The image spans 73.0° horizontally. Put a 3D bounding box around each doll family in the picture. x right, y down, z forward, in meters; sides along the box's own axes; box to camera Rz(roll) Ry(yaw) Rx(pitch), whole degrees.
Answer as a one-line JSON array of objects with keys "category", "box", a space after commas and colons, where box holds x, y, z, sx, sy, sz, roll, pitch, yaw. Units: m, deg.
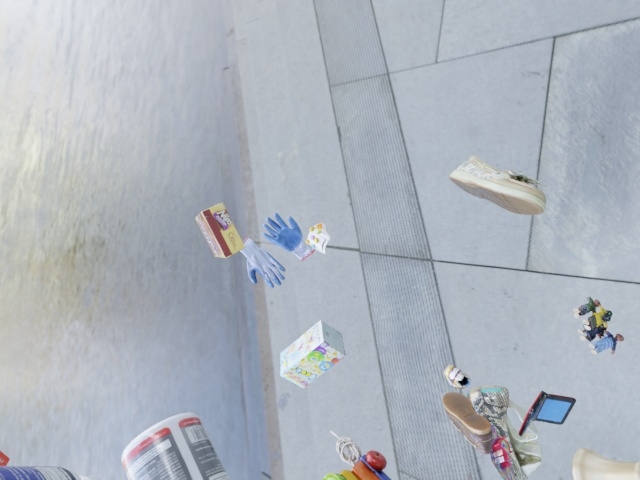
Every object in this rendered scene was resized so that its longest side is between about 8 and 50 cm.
[{"category": "doll family", "box": [0.904, 0.277, 1.399, 0.076, 0.112, 0.192, -150, 40, -73]}]

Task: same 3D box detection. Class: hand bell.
[{"category": "hand bell", "box": [0.504, 0.340, 0.599, 0.242, 0.126, 0.126, -40, 57, 44]}]

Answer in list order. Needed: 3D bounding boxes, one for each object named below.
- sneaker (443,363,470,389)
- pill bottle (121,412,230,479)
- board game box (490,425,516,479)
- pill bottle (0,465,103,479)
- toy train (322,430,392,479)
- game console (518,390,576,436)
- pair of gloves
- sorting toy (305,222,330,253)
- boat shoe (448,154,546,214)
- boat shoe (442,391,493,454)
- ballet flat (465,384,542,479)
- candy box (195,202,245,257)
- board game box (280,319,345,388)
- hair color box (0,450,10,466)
[{"category": "sneaker", "box": [0.546, 0.548, 1.679, 0.084, 0.185, 0.069, 27, 80, 48]}, {"category": "pill bottle", "box": [-0.324, 0.638, 1.064, 0.210, 0.210, 0.362, -51, 60, 23]}, {"category": "board game box", "box": [0.523, 0.600, 1.230, 0.033, 0.133, 0.168, -35, 22, 26]}, {"category": "pill bottle", "box": [-0.438, 0.405, 0.613, 0.153, 0.264, 0.153, -9, 60, 17]}, {"category": "toy train", "box": [0.053, 0.440, 0.792, 0.248, 0.143, 0.105, 30, 95, 44]}, {"category": "game console", "box": [0.644, 0.506, 1.234, 0.085, 0.124, 0.143, 29, 139, 35]}, {"category": "pair of gloves", "box": [-0.124, 0.027, 1.154, 0.198, 0.023, 0.159, -43, 82, -15]}, {"category": "sorting toy", "box": [0.000, 0.000, 1.250, 0.075, 0.045, 0.083, 38, 118, 44]}, {"category": "boat shoe", "box": [0.402, -0.137, 0.981, 0.089, 0.105, 0.285, -53, 29, 6]}, {"category": "boat shoe", "box": [0.374, 0.466, 1.114, 0.073, 0.207, 0.072, -13, 99, -2]}, {"category": "ballet flat", "box": [0.647, 0.680, 1.466, 0.182, 0.164, 0.482, -19, 112, 20]}, {"category": "candy box", "box": [-0.229, -0.019, 0.972, 0.109, 0.053, 0.187, 65, 163, -7]}, {"category": "board game box", "box": [-0.039, 0.518, 1.963, 0.275, 0.142, 0.144, -42, 26, 19]}, {"category": "hair color box", "box": [-0.659, 0.470, 0.782, 0.093, 0.053, 0.167, -21, 29, 3]}]
